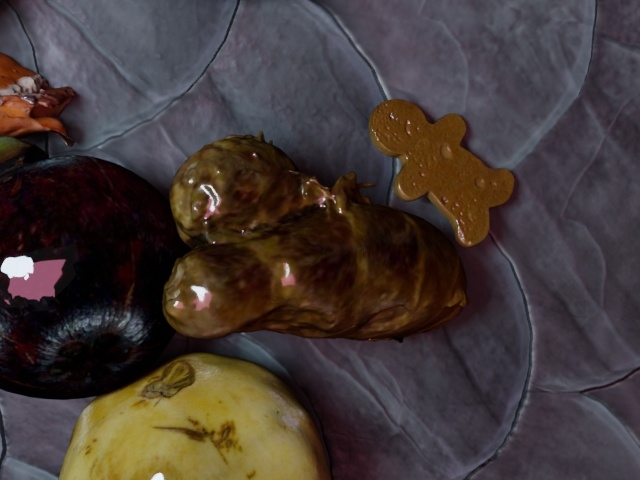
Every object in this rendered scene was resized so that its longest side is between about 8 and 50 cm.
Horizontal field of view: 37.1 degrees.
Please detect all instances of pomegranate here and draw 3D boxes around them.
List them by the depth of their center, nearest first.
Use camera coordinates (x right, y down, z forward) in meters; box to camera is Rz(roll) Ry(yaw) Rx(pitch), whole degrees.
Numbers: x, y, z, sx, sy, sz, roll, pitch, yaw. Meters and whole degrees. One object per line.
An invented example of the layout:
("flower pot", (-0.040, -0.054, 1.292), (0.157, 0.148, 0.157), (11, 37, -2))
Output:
("pomegranate", (-0.143, 0.300, 1.125), (0.332, 0.332, 0.332), (0, 99, -1))

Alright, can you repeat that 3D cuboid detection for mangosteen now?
("mangosteen", (-0.293, 0.029, 1.093), (0.300, 0.300, 0.300), (0, 99, -1))

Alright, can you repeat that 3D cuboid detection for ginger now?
("ginger", (0.000, 0.000, 1.090), (0.418, 0.176, 0.254), (8, 62, -35))

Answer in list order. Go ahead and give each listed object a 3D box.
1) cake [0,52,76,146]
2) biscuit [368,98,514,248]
("cake", (-0.430, -0.188, 1.131), (0.287, 0.135, 0.098), (23, 112, 5))
("biscuit", (0.141, -0.094, 1.166), (0.205, 0.031, 0.138), (39, 67, -12))
